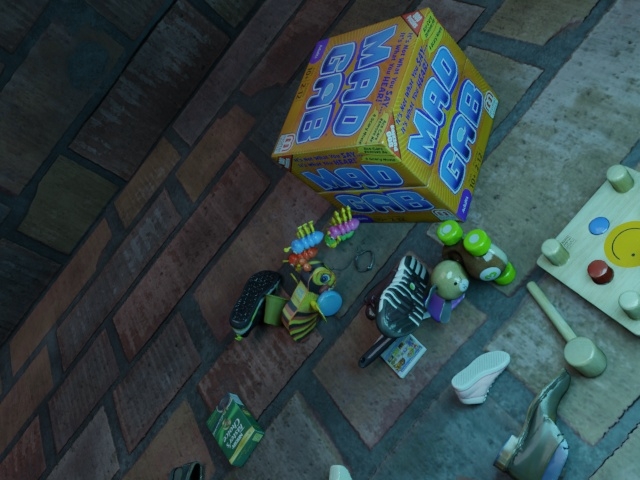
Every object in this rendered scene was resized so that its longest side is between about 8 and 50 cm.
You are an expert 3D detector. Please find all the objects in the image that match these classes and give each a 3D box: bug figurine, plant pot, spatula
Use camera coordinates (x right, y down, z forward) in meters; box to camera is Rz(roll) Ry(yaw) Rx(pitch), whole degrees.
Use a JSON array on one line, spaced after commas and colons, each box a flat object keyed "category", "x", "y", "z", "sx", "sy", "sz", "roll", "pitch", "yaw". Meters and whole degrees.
[{"category": "bug figurine", "x": 0.000, "y": 0.000, "z": 1.620, "sx": 0.216, "sy": 0.279, "sz": 0.072, "roll": -27, "pitch": 81, "yaw": -9}, {"category": "plant pot", "x": -0.125, "y": 0.197, "z": 1.717, "sx": 0.083, "sy": 0.083, "sz": 0.079, "roll": 9, "pitch": 83, "yaw": 48}, {"category": "spatula", "x": 0.200, "y": 0.195, "z": 1.404, "sx": 0.296, "sy": 0.030, "sz": 0.084, "roll": -39, "pitch": 41, "yaw": 5}]

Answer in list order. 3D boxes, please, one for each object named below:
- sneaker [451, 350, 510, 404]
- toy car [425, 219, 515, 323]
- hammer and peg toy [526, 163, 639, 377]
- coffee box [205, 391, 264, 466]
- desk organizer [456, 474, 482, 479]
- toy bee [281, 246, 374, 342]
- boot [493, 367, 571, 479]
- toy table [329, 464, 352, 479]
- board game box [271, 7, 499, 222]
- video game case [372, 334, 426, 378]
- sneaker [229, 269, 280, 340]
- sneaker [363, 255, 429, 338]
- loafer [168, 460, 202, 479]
[{"category": "sneaker", "x": 0.326, "y": 0.279, "z": 1.229, "sx": 0.134, "sy": 0.070, "sz": 0.051, "roll": -29, "pitch": 28, "yaw": -14}, {"category": "toy car", "x": 0.293, "y": 0.082, "z": 1.294, "sx": 0.149, "sy": 0.155, "sz": 0.188, "roll": 26, "pitch": 78, "yaw": 51}, {"category": "hammer and peg toy", "x": 0.525, "y": 0.048, "z": 1.116, "sx": 0.361, "sy": 0.127, "sz": 0.266, "roll": -50, "pitch": 40, "yaw": 7}, {"category": "coffee box", "x": -0.231, "y": 0.501, "z": 1.636, "sx": 0.113, "sy": 0.040, "sz": 0.184, "roll": -55, "pitch": 39, "yaw": 1}, {"category": "desk organizer", "x": 0.309, "y": 0.468, "z": 1.111, "sx": 0.130, "sy": 0.047, "sz": 0.050, "roll": -6, "pitch": 58, "yaw": 43}, {"category": "toy bee", "x": -0.021, "y": 0.115, "z": 1.597, "sx": 0.195, "sy": 0.162, "sz": 0.299, "roll": 14, "pitch": 74, "yaw": 51}, {"category": "boot", "x": 0.413, "y": 0.342, "z": 1.092, "sx": 0.106, "sy": 0.082, "sz": 0.219, "roll": 33, "pitch": 84, "yaw": 29}, {"category": "toy table", "x": 0.070, "y": 0.582, "z": 1.187, "sx": 0.274, "sy": 0.160, "sz": 0.252, "roll": -29, "pitch": 46, "yaw": 30}, {"category": "board game box", "x": 0.169, "y": -0.280, "z": 1.522, "sx": 0.356, "sy": 0.356, "sz": 0.357, "roll": 1, "pitch": 64, "yaw": 46}, {"category": "video game case", "x": 0.181, "y": 0.249, "z": 1.417, "sx": 0.087, "sy": 0.011, "sz": 0.122, "roll": -52, "pitch": 39, "yaw": 4}, {"category": "sneaker", "x": -0.192, "y": 0.187, "z": 1.778, "sx": 0.084, "sy": 0.097, "sz": 0.235, "roll": 18, "pitch": 50, "yaw": 24}, {"category": "sneaker", "x": 0.153, "y": 0.160, "z": 1.398, "sx": 0.162, "sy": 0.106, "sz": 0.281, "roll": -42, "pitch": 5, "yaw": 34}, {"category": "loafer", "x": -0.342, "y": 0.698, "z": 1.578, "sx": 0.084, "sy": 0.096, "sz": 0.268, "roll": -35, "pitch": 42, "yaw": 15}]
